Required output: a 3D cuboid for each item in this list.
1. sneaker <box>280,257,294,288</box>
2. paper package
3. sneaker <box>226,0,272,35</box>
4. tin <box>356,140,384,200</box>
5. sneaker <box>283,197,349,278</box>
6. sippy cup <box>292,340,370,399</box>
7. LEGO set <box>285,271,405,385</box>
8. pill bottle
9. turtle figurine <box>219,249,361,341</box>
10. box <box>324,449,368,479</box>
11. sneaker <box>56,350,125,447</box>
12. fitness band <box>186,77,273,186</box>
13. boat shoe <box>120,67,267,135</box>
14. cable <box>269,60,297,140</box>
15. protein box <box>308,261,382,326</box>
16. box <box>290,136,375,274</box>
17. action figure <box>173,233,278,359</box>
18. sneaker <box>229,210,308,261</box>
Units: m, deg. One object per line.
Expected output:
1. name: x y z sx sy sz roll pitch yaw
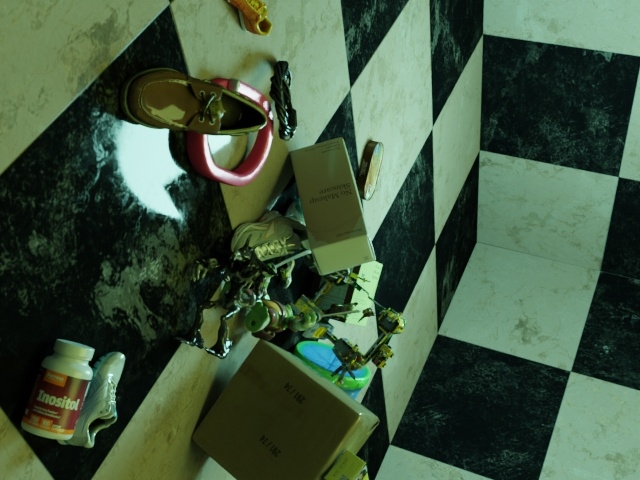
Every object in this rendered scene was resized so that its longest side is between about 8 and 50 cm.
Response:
1. sneaker: -0.095 0.085 2.174 0.035 0.031 0.083 18 82 -55
2. paper package: -0.081 0.449 1.948 0.309 0.324 0.168 -55 155 -7
3. sneaker: -0.141 -0.477 1.648 0.064 0.067 0.175 -69 156 -13
4. tin: 0.156 -0.220 2.595 0.106 0.040 0.190 12 92 -65
5. sneaker: 0.000 0.000 2.178 0.275 0.107 0.110 53 39 -36
6. sippy cup: -0.001 0.443 2.395 0.305 0.240 0.224 8 106 -46
7. LEGO set: 0.056 0.209 2.254 0.255 0.331 0.192 -44 159 8
8. pill bottle: -0.428 0.243 1.357 0.086 0.086 0.152 34 71 -68
9. turtle figurine: -0.097 0.129 1.973 0.266 0.274 0.198 9 60 -65
10. box: 0.066 0.570 1.900 0.087 0.058 0.232 -47 152 -25
11. sneaker: -0.391 0.290 1.485 0.071 0.082 0.191 70 38 -53
12. fitness band: -0.182 -0.222 1.723 0.291 0.054 0.209 16 88 -68
13. boat shoe: -0.217 -0.247 1.490 0.307 0.104 0.111 -6 105 -55
14. cable: -0.089 -0.324 1.847 0.150 0.047 0.185 58 28 -68
15. protein box: 0.072 0.140 2.473 0.200 0.135 0.201 23 83 -68
16. box: 0.028 -0.086 2.013 0.121 0.147 0.311 70 5 -55
17. action figure: -0.198 0.107 1.754 0.276 0.164 0.141 -67 163 -7
18. sneaker: -0.116 0.003 1.935 0.262 0.121 0.099 -43 140 -55
